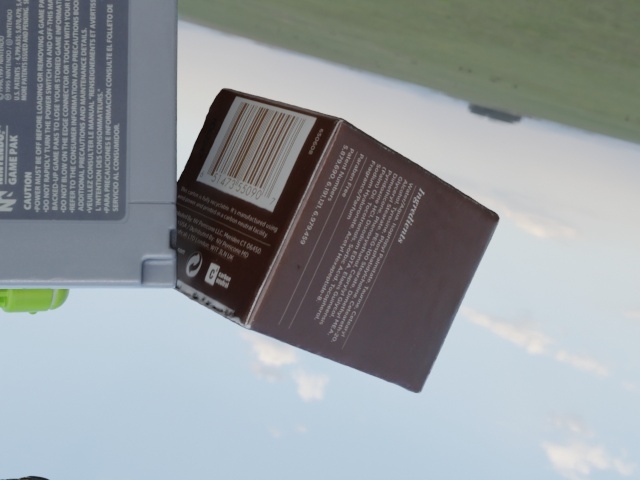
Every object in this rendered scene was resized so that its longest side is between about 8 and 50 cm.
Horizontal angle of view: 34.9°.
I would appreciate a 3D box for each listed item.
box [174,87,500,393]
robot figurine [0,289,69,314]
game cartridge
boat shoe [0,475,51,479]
[{"bbox_3d":[0.000,0.000,0.834,0.203,0.167,0.168,26,177,-40],"label":"box"},{"bbox_3d":[-0.392,0.064,1.379,0.115,0.101,0.067,-2,-131,-33],"label":"robot figurine"},{"bbox_3d":[-0.204,-0.113,0.754,0.198,0.297,0.062,1,175,-6],"label":"game cartridge"},{"bbox_3d":[-0.480,0.380,1.481,0.183,0.065,0.083,-7,172,9],"label":"boat shoe"}]
